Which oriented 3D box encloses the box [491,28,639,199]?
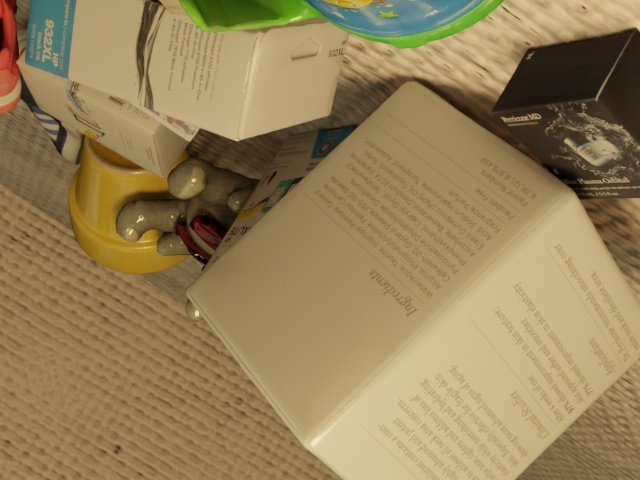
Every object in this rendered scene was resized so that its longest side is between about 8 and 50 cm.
[{"bbox_3d":[0.291,-0.123,1.182,0.158,0.093,0.156,41,160,-25],"label":"box"}]

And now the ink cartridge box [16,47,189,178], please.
[{"bbox_3d":[-0.291,-0.240,1.697,0.233,0.171,0.168,29,162,8],"label":"ink cartridge box"}]

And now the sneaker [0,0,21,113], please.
[{"bbox_3d":[-0.482,-0.342,1.666,0.116,0.313,0.136,-6,154,-24],"label":"sneaker"}]

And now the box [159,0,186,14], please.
[{"bbox_3d":[-0.146,-0.356,1.128,0.232,0.148,0.127,48,162,-30],"label":"box"}]

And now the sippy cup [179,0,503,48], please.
[{"bbox_3d":[0.029,-0.272,0.844,0.240,0.305,0.224,26,-167,22],"label":"sippy cup"}]

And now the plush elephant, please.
[{"bbox_3d":[-0.146,0.039,1.877,0.330,0.255,0.272,6,159,-40],"label":"plush elephant"}]

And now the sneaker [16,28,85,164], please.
[{"bbox_3d":[-0.488,-0.272,2.046,0.236,0.130,0.323,41,167,0],"label":"sneaker"}]

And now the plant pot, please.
[{"bbox_3d":[-0.322,-0.109,2.030,0.254,0.254,0.239,27,146,13],"label":"plant pot"}]

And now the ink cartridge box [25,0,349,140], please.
[{"bbox_3d":[-0.154,-0.235,1.355,0.307,0.129,0.223,22,-158,23],"label":"ink cartridge box"}]

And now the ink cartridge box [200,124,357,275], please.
[{"bbox_3d":[0.000,0.000,1.704,0.197,0.270,0.198,40,160,-25],"label":"ink cartridge box"}]

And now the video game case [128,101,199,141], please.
[{"bbox_3d":[-0.211,-0.259,1.538,0.201,0.183,0.023,33,-159,-7],"label":"video game case"}]

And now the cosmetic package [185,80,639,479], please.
[{"bbox_3d":[0.124,0.091,1.402,0.327,0.394,0.329,44,176,46],"label":"cosmetic package"}]
